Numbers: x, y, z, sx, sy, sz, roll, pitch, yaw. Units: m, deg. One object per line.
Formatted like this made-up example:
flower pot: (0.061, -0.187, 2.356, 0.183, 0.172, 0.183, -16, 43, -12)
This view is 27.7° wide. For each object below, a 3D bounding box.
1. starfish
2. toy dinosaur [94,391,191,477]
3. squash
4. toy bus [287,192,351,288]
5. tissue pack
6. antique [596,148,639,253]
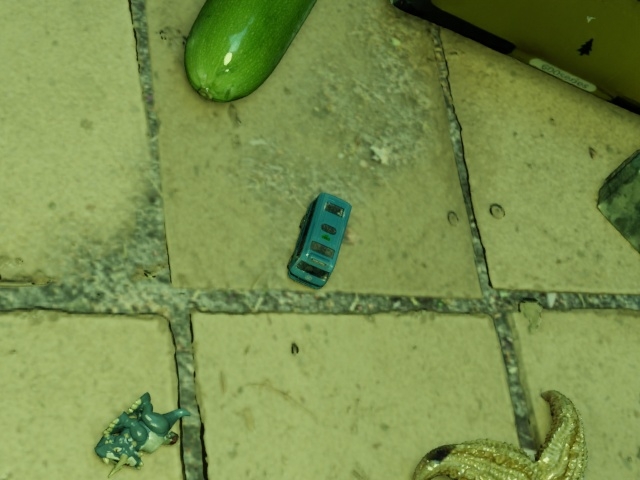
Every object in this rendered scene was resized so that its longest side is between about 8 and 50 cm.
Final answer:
starfish: (0.192, 0.224, 1.151, 0.238, 0.071, 0.216, 14, 64, -24)
toy dinosaur: (-0.145, 0.157, 1.055, 0.047, 0.030, 0.083, 48, 56, 5)
squash: (-0.037, -0.280, 1.301, 0.101, 0.101, 0.378, 31, 54, -6)
toy bus: (0.000, 0.000, 1.195, 0.038, 0.046, 0.083, 24, 55, -10)
tissue pack: (0.303, -0.308, 1.347, 0.416, 0.264, 0.253, 24, 37, -10)
antique: (0.382, -0.019, 1.351, 0.183, 0.086, 0.088, 46, 55, 5)
